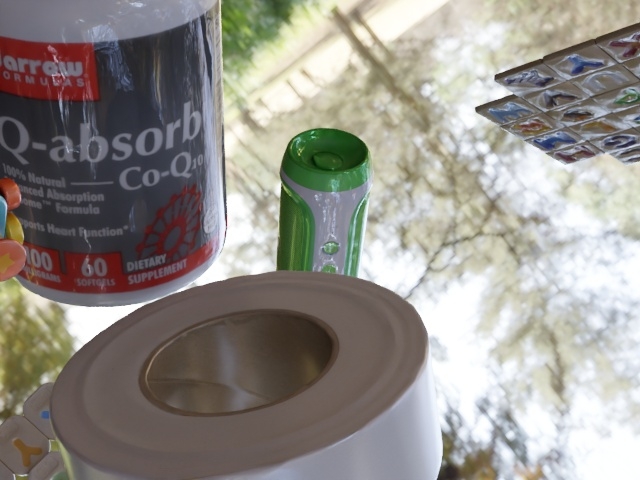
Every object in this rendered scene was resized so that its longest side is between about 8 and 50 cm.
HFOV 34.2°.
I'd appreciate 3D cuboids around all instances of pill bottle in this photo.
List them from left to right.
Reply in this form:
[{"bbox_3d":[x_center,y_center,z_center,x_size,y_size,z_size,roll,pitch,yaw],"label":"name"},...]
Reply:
[{"bbox_3d":[-0.186,-0.143,0.861,0.210,0.363,0.210,1,-146,0],"label":"pill bottle"}]

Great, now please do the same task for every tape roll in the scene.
[{"bbox_3d":[-0.053,0.129,0.780,0.286,0.100,0.286,-7,-156,3],"label":"tape roll"}]

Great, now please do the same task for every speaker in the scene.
[{"bbox_3d":[0.000,0.000,1.410,0.131,0.131,0.297,-47,151,-45],"label":"speaker"}]

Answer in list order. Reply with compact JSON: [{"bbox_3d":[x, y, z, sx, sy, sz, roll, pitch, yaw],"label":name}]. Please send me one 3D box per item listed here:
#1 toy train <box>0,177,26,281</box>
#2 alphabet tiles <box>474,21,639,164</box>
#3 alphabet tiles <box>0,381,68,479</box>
[{"bbox_3d":[-0.224,0.029,0.562,0.166,0.046,0.125,-54,154,-2],"label":"toy train"},{"bbox_3d":[0.349,-0.151,1.148,0.285,0.011,0.342,-16,159,36],"label":"alphabet tiles"},{"bbox_3d":[-0.289,0.313,1.251,0.284,0.278,0.021,-45,169,-23],"label":"alphabet tiles"}]
